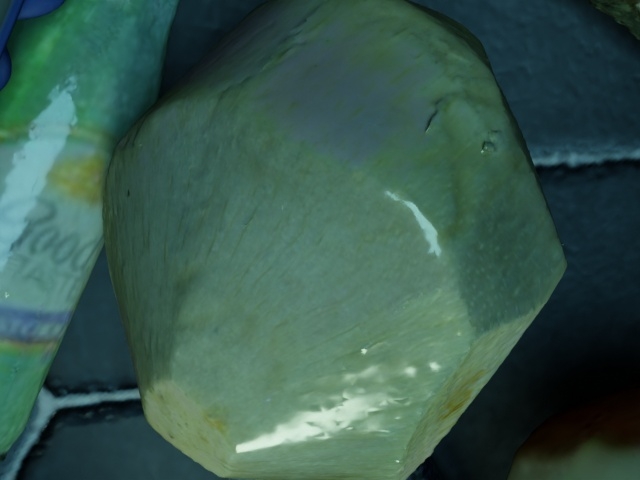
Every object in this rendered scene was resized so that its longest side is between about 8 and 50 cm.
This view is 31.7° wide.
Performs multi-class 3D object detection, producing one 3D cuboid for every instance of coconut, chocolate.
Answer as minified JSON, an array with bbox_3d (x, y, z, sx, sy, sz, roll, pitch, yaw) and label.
[{"bbox_3d":[0.000,0.000,0.510,0.197,0.237,0.237,38,93,5],"label":"coconut"},{"bbox_3d":[-0.137,-0.041,0.546,0.110,0.110,0.291,25,94,-17],"label":"chocolate"}]

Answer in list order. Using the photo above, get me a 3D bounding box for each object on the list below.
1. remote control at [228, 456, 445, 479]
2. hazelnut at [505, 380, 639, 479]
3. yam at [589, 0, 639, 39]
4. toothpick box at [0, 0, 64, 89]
[{"bbox_3d":[0.079,0.257,0.691,0.107,0.044,0.377,-30,107,0],"label":"remote control"},{"bbox_3d":[0.226,0.181,0.595,0.261,0.261,0.241,37,124,-18],"label":"hazelnut"},{"bbox_3d":[0.119,-0.170,0.589,0.274,0.061,0.061,28,96,-16],"label":"yam"},{"bbox_3d":[-0.206,-0.157,0.428,0.263,0.263,0.354,23,91,-16],"label":"toothpick box"}]
